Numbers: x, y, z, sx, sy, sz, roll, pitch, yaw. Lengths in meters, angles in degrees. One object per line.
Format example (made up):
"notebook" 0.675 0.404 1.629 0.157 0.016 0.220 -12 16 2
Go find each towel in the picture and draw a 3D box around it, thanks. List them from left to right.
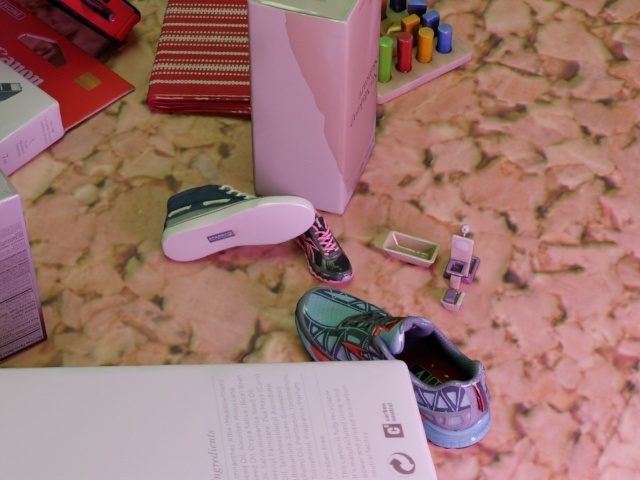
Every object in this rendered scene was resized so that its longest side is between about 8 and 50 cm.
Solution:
"towel" -0.121 -0.269 2.013 0.199 0.031 0.275 2 47 4

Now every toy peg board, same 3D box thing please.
"toy peg board" 0.097 -0.286 1.996 0.160 0.079 0.161 -28 55 -22

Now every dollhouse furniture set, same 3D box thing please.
"dollhouse furniture set" 0.124 0.014 1.732 0.114 0.081 0.091 16 51 14

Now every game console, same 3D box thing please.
"game console" -0.432 -0.398 1.922 0.342 0.386 0.060 34 90 25

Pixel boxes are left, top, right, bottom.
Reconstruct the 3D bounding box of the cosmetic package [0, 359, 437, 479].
"cosmetic package" -0.143 0.243 1.387 0.453 0.230 0.161 0 48 -15

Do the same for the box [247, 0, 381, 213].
"box" -0.006 -0.194 1.761 0.121 0.311 0.148 14 51 12

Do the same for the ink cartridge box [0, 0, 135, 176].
"ink cartridge box" -0.438 -0.225 1.950 0.296 0.066 0.261 35 58 26

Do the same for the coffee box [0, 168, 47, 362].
"coffee box" -0.386 0.009 1.625 0.098 0.246 0.141 -26 55 -22

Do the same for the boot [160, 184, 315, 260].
"boot" -0.100 -0.039 1.768 0.190 0.069 0.086 -11 45 10

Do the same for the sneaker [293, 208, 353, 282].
"sneaker" 0.000 0.000 1.761 0.047 0.057 0.119 -23 54 -22

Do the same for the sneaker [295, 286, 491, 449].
"sneaker" 0.084 0.110 1.620 0.262 0.125 0.104 31 55 24
